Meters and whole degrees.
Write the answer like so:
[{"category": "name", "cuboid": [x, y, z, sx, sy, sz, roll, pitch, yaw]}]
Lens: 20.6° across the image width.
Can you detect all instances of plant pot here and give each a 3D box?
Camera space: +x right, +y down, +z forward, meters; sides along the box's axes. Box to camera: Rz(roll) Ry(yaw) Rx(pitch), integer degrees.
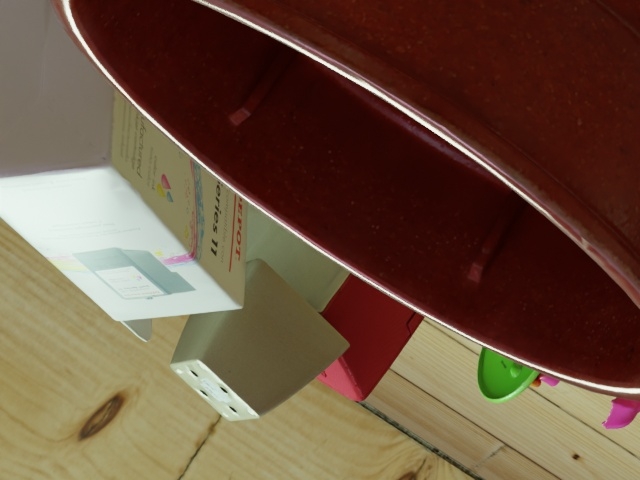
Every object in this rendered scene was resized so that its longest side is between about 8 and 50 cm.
[{"category": "plant pot", "cuboid": [0.083, -0.124, 0.664, 0.272, 0.265, 0.272, 32, 169, 7]}, {"category": "plant pot", "cuboid": [-0.062, 0.092, 1.478, 0.109, 0.096, 0.109, 45, 158, -13]}]

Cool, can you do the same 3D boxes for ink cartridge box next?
[{"category": "ink cartridge box", "cuboid": [-0.141, -0.069, 1.365, 0.119, 0.207, 0.353, -6, 157, 15]}]

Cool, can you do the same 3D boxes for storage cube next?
[{"category": "storage cube", "cuboid": [0.000, 0.000, 1.603, 0.183, 0.215, 0.193, 29, 162, 25]}]

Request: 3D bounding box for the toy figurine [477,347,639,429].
[{"category": "toy figurine", "cuboid": [0.247, 0.119, 1.711, 0.159, 0.130, 0.173, 28, -166, -20]}]
